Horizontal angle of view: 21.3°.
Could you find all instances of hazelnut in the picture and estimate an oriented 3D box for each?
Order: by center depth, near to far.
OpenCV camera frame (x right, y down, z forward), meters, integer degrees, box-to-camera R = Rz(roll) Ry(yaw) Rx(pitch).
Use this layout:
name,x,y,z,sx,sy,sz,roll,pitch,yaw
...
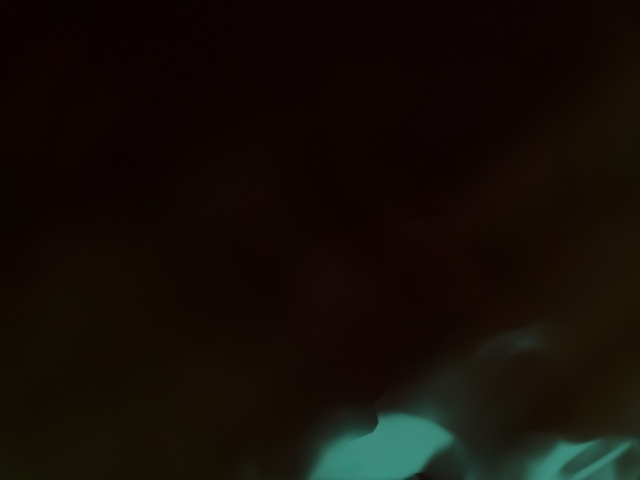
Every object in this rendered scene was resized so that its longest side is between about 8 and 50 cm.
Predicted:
name,x,y,z,sx,sy,sz,roll,pitch,yaw
hazelnut,0.000,0.000,0.532,0.421,0.353,0.421,-42,-173,6
